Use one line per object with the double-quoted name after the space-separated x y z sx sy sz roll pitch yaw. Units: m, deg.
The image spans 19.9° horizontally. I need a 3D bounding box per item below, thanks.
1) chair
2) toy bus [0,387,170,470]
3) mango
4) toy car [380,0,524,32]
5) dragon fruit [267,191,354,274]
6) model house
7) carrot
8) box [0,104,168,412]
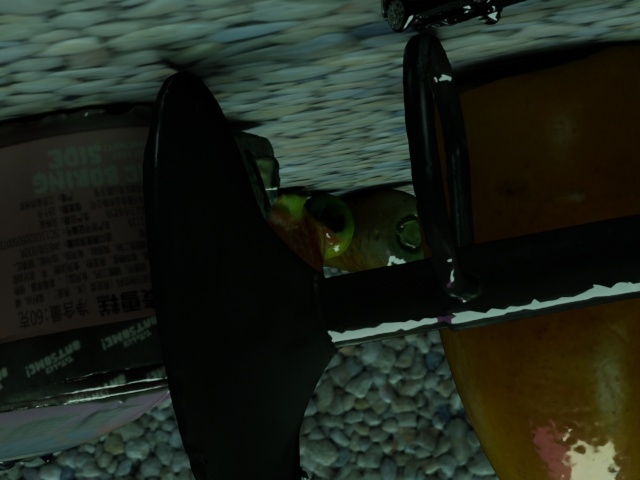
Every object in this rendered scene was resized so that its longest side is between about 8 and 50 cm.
0.150 0.005 0.749 0.401 0.227 0.226 -9 177 9 "chair"
-0.246 0.045 0.970 0.162 0.171 0.386 -23 169 33 "toy bus"
0.126 0.039 0.957 0.138 0.257 0.187 -9 177 -7 "mango"
0.055 -0.087 0.607 0.041 0.025 0.093 -9 180 -29 "toy car"
-0.109 0.035 1.479 0.295 0.130 0.268 -8 172 -9 "dragon fruit"
-0.055 -0.027 0.986 0.078 0.066 0.083 -9 179 26 "model house"
0.000 0.000 1.655 0.078 0.078 0.298 -7 179 -32 "carrot"
-0.113 0.009 0.885 0.151 0.135 0.151 -11 174 -1 "box"
